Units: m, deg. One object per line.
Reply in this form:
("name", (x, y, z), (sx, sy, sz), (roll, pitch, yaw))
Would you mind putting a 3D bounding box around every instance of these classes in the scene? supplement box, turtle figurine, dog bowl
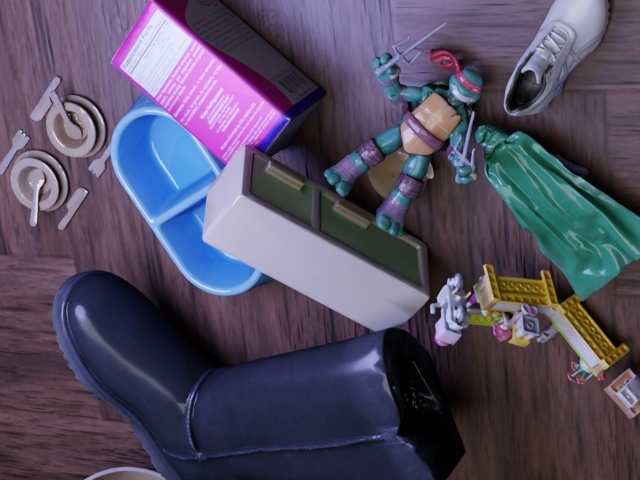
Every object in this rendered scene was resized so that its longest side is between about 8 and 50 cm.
("supplement box", (-0.124, -0.198, 1.833), (0.220, 0.111, 0.114), (43, 123, 3))
("turtle figurine", (0.119, -0.126, 1.738), (0.175, 0.118, 0.234), (46, 115, 14))
("dog bowl", (-0.155, -0.059, 1.929), (0.166, 0.074, 0.297), (-30, 96, 31))

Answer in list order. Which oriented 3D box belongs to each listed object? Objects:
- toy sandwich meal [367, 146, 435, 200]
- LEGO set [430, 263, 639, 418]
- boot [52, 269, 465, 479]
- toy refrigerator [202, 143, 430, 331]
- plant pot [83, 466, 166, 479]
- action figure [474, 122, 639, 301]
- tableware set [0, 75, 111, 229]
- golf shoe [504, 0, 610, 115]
("toy sandwich meal", (0.097, -0.085, 1.830), (0.085, 0.029, 0.086), (11, 117, 23))
("LEGO set", (0.256, 0.122, 1.804), (0.287, 0.132, 0.107), (25, 140, -13))
("boot", (-0.080, 0.166, 1.881), (0.445, 0.146, 0.367), (-7, 129, 42))
("toy refrigerator", (0.000, 0.000, 1.802), (0.269, 0.102, 0.094), (28, 125, -20))
("plant pot", (-0.313, 0.490, 2.157), (0.256, 0.256, 0.274), (47, 138, 0))
("action figure", (0.267, -0.051, 1.746), (0.232, 0.063, 0.137), (43, 124, -2))
("tableware set", (-0.357, -0.111, 2.018), (0.128, 0.039, 0.194), (41, 122, 3))
("golf shoe", (0.259, -0.207, 1.671), (0.069, 0.086, 0.176), (32, 119, 11))
